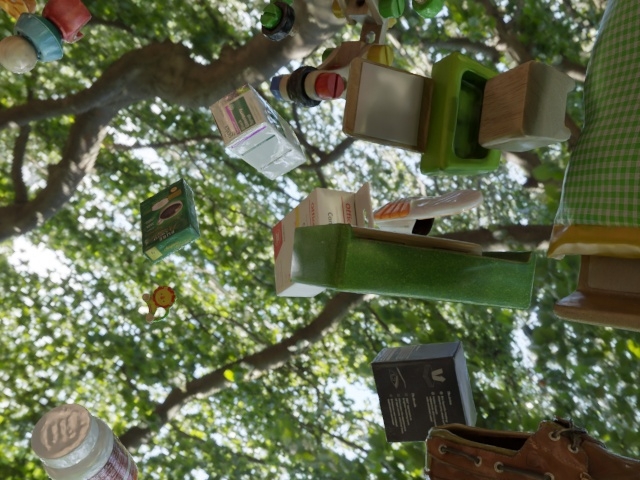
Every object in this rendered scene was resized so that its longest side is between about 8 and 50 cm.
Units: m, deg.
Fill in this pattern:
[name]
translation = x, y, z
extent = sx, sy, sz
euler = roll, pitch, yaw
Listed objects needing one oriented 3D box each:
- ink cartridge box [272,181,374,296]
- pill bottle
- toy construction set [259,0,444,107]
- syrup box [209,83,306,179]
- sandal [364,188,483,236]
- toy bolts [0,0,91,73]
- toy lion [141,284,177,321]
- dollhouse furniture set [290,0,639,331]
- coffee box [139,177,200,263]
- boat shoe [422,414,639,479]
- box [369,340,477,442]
[ink cartridge box]
translation = 0.000, 0.000, 0.867
extent = 0.198, 0.067, 0.115
euler = -38, -127, 54
[pill bottle]
translation = -0.414, 0.387, 1.065
extent = 0.121, 0.221, 0.121
euler = -4, -135, 4
[toy construction set]
translation = 0.092, -0.301, 0.889
extent = 0.309, 0.237, 0.257
euler = -19, -115, 38
[syrup box]
translation = -0.120, -0.213, 1.221
extent = 0.096, 0.237, 0.093
euler = -29, -108, 10
[sandal]
translation = 0.192, -0.037, 1.134
extent = 0.102, 0.076, 0.265
euler = -32, -162, -36
[toy bolts]
translation = -0.531, -0.380, 1.009
extent = 0.158, 0.228, 0.218
euler = -53, -168, -27
[toy lion]
translation = -0.462, 0.182, 1.736
extent = 0.096, 0.100, 0.034
euler = -11, 166, -13
[dollhouse furniture set]
translation = 0.109, -0.058, 0.337
extent = 0.301, 0.151, 0.197
euler = 177, -79, -70
[coffee box]
translation = -0.307, -0.042, 1.215
extent = 0.113, 0.040, 0.184
euler = -30, -141, 3
[boat shoe]
translation = 0.242, 0.235, 0.612
extent = 0.307, 0.111, 0.104
euler = -14, -104, 33
[box]
translation = 0.192, 0.279, 1.106
extent = 0.158, 0.155, 0.093
euler = -10, -174, 23
